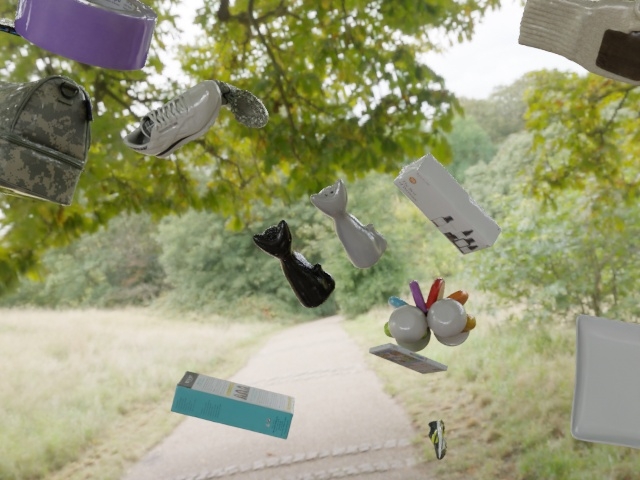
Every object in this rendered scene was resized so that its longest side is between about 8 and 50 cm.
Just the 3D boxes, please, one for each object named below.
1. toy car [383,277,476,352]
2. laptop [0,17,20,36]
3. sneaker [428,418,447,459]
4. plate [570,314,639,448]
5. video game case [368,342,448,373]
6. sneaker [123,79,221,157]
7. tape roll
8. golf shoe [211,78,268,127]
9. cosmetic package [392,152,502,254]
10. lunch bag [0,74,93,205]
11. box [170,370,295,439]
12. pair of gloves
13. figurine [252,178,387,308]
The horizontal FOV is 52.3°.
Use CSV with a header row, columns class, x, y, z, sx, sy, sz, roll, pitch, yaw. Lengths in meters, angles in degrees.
class,x,y,z,sx,sy,sz,roll,pitch,yaw
toy car,0.213,0.142,1.305,0.181,0.136,0.159,-11,-21,11
laptop,-0.581,-0.298,1.019,0.264,0.137,0.234,12,14,-23
sneaker,0.251,0.429,1.407,0.035,0.083,0.031,-11,-24,32
plate,0.697,0.323,1.456,0.277,0.278,0.045,9,-18,3
video game case,0.160,0.218,1.197,0.122,0.011,0.087,23,-22,-15
sneaker,-0.301,-0.249,1.343,0.235,0.090,0.094,-35,-24,26
tape roll,-0.342,-0.324,0.959,0.188,0.080,0.189,18,24,-8
golf shoe,-0.165,-0.298,1.419,0.176,0.069,0.086,37,21,26
cosmetic package,0.276,-0.075,1.422,0.060,0.239,0.099,-53,14,-30
lunch bag,-0.641,-0.227,1.410,0.305,0.256,0.212,9,-7,40
box,-0.178,0.341,1.358,0.244,0.060,0.100,14,5,-2
pair of gloves,0.338,-0.283,0.704,0.204,0.240,0.042,26,48,13
figurine,0.000,0.000,1.265,0.214,0.209,0.092,-37,41,-1
